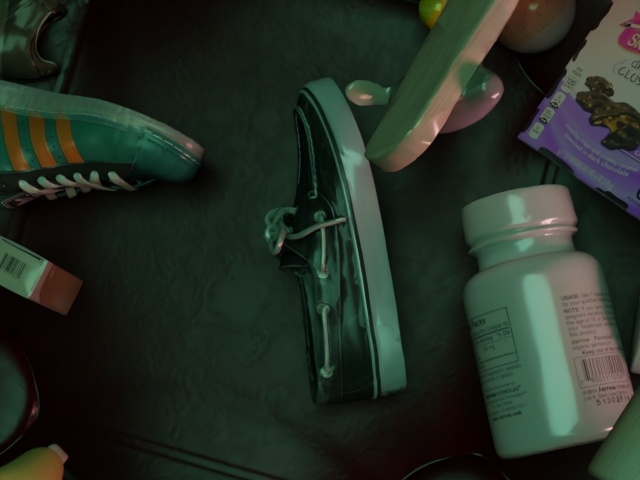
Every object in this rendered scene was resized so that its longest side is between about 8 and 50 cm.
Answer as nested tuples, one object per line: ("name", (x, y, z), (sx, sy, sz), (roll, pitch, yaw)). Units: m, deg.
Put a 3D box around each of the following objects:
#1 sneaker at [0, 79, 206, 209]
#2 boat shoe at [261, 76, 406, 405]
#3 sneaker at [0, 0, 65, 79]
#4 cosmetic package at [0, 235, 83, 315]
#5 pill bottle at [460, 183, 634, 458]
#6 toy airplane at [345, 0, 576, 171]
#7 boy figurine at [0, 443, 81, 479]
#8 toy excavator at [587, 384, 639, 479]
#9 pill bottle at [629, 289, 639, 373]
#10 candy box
("sneaker", (-0.260, -0.079, 1.319), (0.302, 0.108, 0.121), (12, 82, 17))
("boat shoe", (-0.001, 0.001, 1.263), (0.105, 0.113, 0.306), (-10, 88, -9))
("sneaker", (-0.294, -0.256, 1.381), (0.071, 0.066, 0.188), (7, 86, -8))
("cosmetic package", (-0.275, 0.034, 1.290), (0.060, 0.115, 0.041), (26, 83, 10))
("pill bottle", (0.199, 0.073, 1.215), (0.131, 0.131, 0.229), (-12, 79, 5))
("toy airplane", (0.174, -0.270, 1.211), (0.386, 0.272, 0.384), (-29, 45, 15))
("boy figurine", (-0.294, 0.250, 1.169), (0.092, 0.285, 0.177), (40, 90, 12))
("toy excavator", (0.398, 0.251, 0.997), (0.433, 0.445, 0.222), (33, 85, 11))
("pill bottle", (0.403, 0.087, 1.182), (0.246, 0.136, 0.136), (9, 81, 9))
("candy box", (0.303, -0.126, 1.217), (0.165, 0.070, 0.196), (40, 100, 38))
